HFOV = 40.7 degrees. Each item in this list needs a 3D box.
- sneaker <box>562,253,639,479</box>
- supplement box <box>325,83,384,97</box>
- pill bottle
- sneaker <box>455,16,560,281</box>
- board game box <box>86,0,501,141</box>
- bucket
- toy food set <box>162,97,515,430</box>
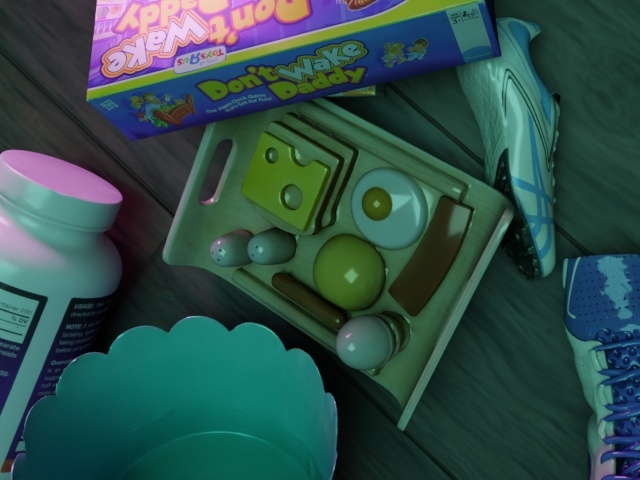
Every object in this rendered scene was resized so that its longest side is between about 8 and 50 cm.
[{"bbox_3d":[0.276,0.167,0.703,0.127,0.182,0.315,-7,93,17],"label":"sneaker"},{"bbox_3d":[0.028,-0.186,0.825,0.062,0.036,0.098,1,96,18],"label":"supplement box"},{"bbox_3d":[-0.320,0.079,0.884,0.181,0.181,0.323,28,102,13],"label":"pill bottle"},{"bbox_3d":[0.182,-0.081,0.767,0.086,0.085,0.237,-14,98,-10],"label":"sneaker"},{"bbox_3d":[-0.030,-0.239,0.767,0.347,0.078,0.233,-10,64,18],"label":"board game box"},{"bbox_3d":[-0.116,0.225,0.772,0.281,0.281,0.183,14,138,16],"label":"bucket"},{"bbox_3d":[0.000,0.000,0.785,0.306,0.092,0.219,32,112,23],"label":"toy food set"}]
